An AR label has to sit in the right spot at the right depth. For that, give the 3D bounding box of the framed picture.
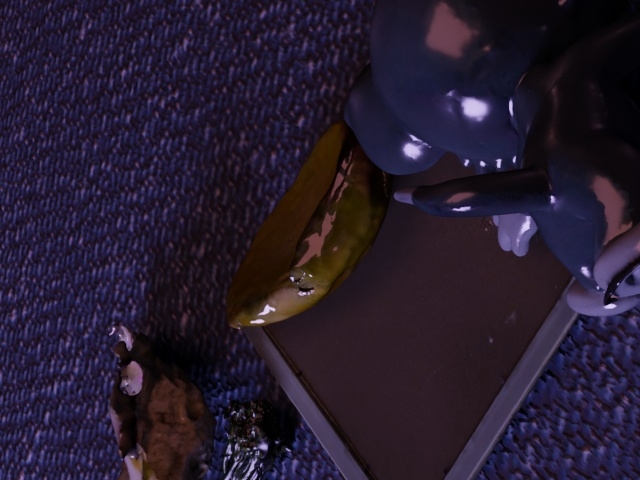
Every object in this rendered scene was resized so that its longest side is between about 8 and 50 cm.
[{"bbox_3d":[0.066,0.009,0.869,0.231,0.018,0.293,52,124,41],"label":"framed picture"}]

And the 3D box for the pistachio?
[{"bbox_3d":[0.000,0.000,0.897,0.173,0.049,0.089,-54,23,34],"label":"pistachio"}]

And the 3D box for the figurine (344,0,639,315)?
[{"bbox_3d":[0.094,-0.056,0.723,0.265,0.140,0.193,-91,14,-46],"label":"figurine"}]

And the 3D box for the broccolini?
[{"bbox_3d":[-0.074,0.197,1.002,0.044,0.042,0.218,49,124,43],"label":"broccolini"}]

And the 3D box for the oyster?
[{"bbox_3d":[-0.113,0.123,1.024,0.209,0.072,0.132,153,119,-79],"label":"oyster"}]
